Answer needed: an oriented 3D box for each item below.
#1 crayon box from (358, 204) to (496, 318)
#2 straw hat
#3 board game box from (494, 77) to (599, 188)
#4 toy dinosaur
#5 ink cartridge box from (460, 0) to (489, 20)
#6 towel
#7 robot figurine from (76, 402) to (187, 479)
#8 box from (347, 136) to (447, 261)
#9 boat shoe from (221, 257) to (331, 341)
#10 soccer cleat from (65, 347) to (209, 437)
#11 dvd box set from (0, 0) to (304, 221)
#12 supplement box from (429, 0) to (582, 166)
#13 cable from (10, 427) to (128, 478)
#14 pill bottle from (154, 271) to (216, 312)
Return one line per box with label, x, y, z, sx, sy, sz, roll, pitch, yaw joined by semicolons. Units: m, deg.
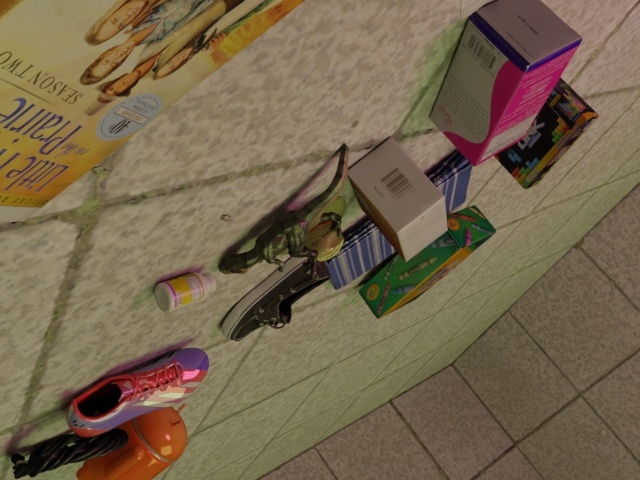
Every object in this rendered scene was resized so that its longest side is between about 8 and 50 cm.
crayon box;0.228;0.047;1.577;0.165;0.081;0.278;-19;159;-49
straw hat;0.000;0.000;1.170;0.144;0.061;0.144;-32;159;-14
board game box;0.359;-0.195;1.232;0.048;0.141;0.170;-21;154;-41
toy dinosaur;-0.025;-0.015;1.074;0.268;0.064;0.118;-43;136;10
ink cartridge box;0.196;-0.358;0.724;0.189;0.066;0.232;-36;161;-7
towel;0.148;-0.032;1.401;0.336;0.040;0.243;-35;162;-3
robot figurine;-0.337;0.379;1.335;0.219;0.128;0.158;-37;145;2
box;0.124;-0.059;1.149;0.091;0.130;0.170;-38;159;-2
boat shoe;-0.073;0.111;1.264;0.228;0.076;0.080;-41;160;9
soccer cleat;-0.288;0.238;1.177;0.248;0.083;0.095;-23;157;-26
dvd box set;-0.115;-0.163;0.486;0.420;0.062;0.307;-38;180;0
supplement box;0.254;-0.225;1.036;0.114;0.111;0.220;-29;159;-24
cable;-0.402;0.337;1.179;0.185;0.047;0.150;-10;172;-28
pill bottle;-0.189;0.070;1.029;0.083;0.043;0.043;-18;152;-43
